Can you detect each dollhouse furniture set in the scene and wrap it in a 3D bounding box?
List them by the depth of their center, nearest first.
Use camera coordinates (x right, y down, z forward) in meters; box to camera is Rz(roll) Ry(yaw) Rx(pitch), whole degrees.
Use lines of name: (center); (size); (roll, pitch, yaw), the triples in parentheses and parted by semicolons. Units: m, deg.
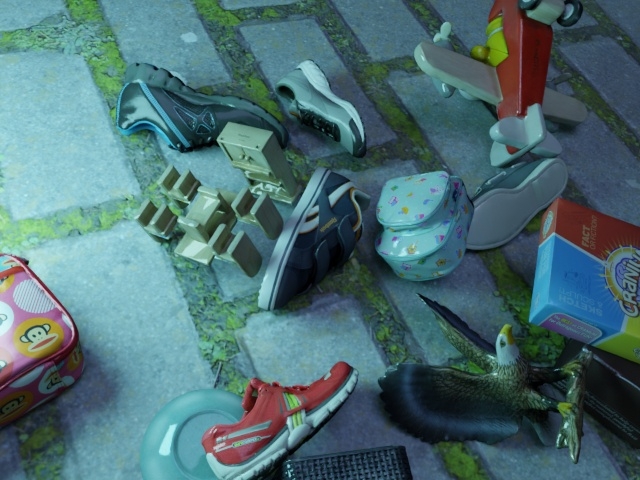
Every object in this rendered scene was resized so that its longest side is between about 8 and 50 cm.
dollhouse furniture set: (-0.152, -0.056, 1.083); (0.212, 0.161, 0.242); (17, 65, 27)

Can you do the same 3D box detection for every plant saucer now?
plant saucer: (-0.161, 0.300, 0.896); (0.194, 0.037, 0.195); (6, 55, -9)

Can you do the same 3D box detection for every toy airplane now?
toy airplane: (0.414, -0.349, 1.393); (0.384, 0.272, 0.386); (-41, 109, -22)

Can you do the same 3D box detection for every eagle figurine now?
eagle figurine: (0.272, 0.214, 1.001); (0.298, 0.225, 0.226); (6, 3, 26)

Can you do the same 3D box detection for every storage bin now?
storage bin: (0.031, 0.348, 0.855); (0.180, 0.122, 0.084); (-1, 56, -15)

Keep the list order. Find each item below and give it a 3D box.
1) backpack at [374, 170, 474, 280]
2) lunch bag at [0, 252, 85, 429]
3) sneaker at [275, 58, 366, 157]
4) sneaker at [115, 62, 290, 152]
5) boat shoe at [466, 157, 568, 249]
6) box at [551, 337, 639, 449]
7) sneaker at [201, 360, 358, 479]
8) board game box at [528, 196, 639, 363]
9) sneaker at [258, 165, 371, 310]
backpack: (0.183, -0.027, 1.131); (0.165, 0.144, 0.189); (-5, 57, 32)
lunch bag: (-0.513, 0.152, 0.870); (0.258, 0.120, 0.293); (42, 55, 21)
sneaker: (0.004, -0.263, 1.310); (0.108, 0.100, 0.271); (-31, 63, -15)
sneaker: (-0.230, -0.224, 1.223); (0.340, 0.125, 0.140); (18, 81, -5)
boat shoe: (0.373, -0.079, 1.280); (0.319, 0.116, 0.099); (-31, 24, -23)
box: (0.590, 0.158, 1.121); (0.191, 0.143, 0.381); (38, 54, 14)
sneaker: (-0.051, 0.237, 0.899); (0.118, 0.107, 0.279); (47, 44, 15)
board game box: (0.520, 0.083, 1.033); (0.316, 0.064, 0.242); (20, 53, 2)
sneaker: (0.000, 0.000, 1.093); (0.127, 0.126, 0.321); (22, 53, 5)
